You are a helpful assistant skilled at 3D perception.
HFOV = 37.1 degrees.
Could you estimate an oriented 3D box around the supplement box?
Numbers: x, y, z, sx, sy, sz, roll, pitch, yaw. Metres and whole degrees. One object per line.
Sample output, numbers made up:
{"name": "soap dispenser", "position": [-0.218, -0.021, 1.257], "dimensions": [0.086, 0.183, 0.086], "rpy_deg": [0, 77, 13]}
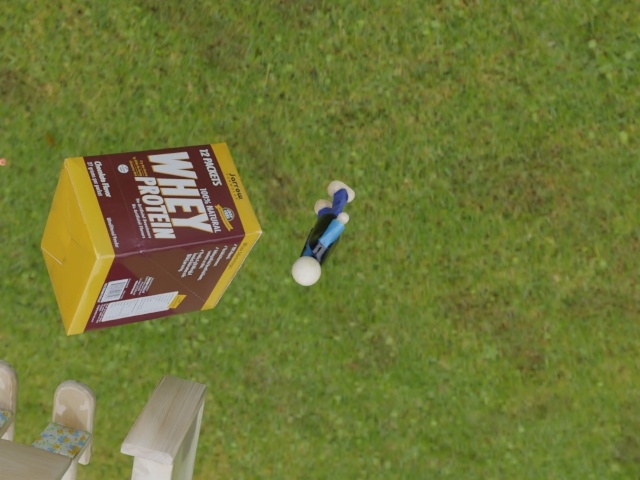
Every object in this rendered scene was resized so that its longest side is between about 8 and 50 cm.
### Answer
{"name": "supplement box", "position": [-0.204, -0.002, 1.121], "dimensions": [0.194, 0.129, 0.191], "rpy_deg": [-9, 154, -30]}

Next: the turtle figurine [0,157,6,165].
{"name": "turtle figurine", "position": [-0.507, -0.173, 1.205], "dimensions": [0.217, 0.087, 0.269], "rpy_deg": [6, 164, -16]}

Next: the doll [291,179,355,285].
{"name": "doll", "position": [0.000, 0.000, 1.268], "dimensions": [0.046, 0.189, 0.129], "rpy_deg": [31, 124, -8]}

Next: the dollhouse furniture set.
{"name": "dollhouse furniture set", "position": [-0.383, 0.303, 1.315], "dimensions": [0.394, 0.362, 0.256], "rpy_deg": [14, 113, 4]}
